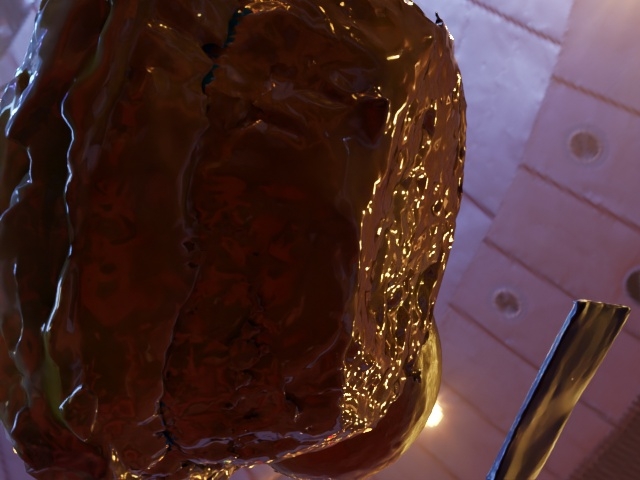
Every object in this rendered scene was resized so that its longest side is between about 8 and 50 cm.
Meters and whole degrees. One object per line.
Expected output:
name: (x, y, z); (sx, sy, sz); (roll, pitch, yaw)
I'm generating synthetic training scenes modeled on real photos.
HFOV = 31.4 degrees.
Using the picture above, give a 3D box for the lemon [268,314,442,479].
lemon: (-0.001, 0.132, 1.306); (0.297, 0.297, 0.297); (16, -57, 26)

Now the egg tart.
egg tart: (-0.023, -0.017, 0.621); (0.169, 0.388, 0.388); (14, -58, 22)

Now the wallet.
wallet: (0.316, 0.206, 1.525); (0.030, 0.146, 0.285); (33, -75, 33)
